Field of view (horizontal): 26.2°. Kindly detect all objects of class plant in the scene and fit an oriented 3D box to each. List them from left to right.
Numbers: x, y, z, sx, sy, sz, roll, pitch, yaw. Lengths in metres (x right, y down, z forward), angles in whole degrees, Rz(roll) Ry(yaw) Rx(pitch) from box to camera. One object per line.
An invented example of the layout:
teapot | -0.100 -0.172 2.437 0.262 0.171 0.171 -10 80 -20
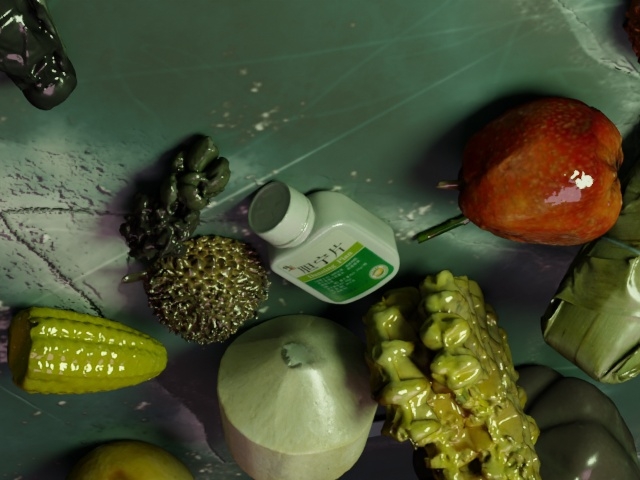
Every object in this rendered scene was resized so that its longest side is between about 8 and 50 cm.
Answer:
plant | -0.153 -0.039 1.468 0.085 0.087 0.174 34 123 -12

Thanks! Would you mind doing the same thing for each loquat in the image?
loquat | -0.261 0.372 1.880 0.213 0.213 0.213 -7 142 -5

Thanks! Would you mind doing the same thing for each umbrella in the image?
umbrella | -0.282 -0.233 1.165 0.106 0.113 0.358 -19 149 4

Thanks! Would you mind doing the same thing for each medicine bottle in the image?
medicine bottle | 0.000 0.000 1.559 0.119 0.069 0.183 -30 138 26

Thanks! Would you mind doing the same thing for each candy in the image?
candy | -0.274 0.139 1.650 0.199 0.094 0.106 9 133 -33

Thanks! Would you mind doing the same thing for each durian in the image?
durian | -0.142 0.069 1.592 0.188 0.091 0.148 14 136 -27

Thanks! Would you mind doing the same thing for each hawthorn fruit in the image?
hawthorn fruit | 0.238 -0.074 1.466 0.173 0.173 0.179 25 156 -38

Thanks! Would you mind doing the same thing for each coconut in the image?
coconut | -0.028 0.192 1.691 0.202 0.202 0.222 -5 148 -8

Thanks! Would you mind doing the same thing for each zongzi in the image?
zongzi | 0.429 -0.022 1.596 0.323 0.160 0.360 -6 119 -55

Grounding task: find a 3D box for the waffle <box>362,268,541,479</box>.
waffle | 0.163 0.189 1.673 0.151 0.261 0.324 -19 130 12

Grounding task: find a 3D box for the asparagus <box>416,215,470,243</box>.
asparagus | 0.184 -0.033 1.605 0.163 0.016 0.016 -27 121 21

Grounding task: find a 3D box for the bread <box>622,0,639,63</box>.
bread | 0.385 -0.221 1.369 0.160 0.073 0.160 -9 146 -6

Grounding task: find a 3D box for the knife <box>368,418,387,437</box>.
knife | 0.051 0.273 1.956 0.260 0.035 0.063 -4 146 -15

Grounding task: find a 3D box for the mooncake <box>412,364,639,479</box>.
mooncake | 0.275 0.310 1.857 0.306 0.306 0.154 -24 132 16
